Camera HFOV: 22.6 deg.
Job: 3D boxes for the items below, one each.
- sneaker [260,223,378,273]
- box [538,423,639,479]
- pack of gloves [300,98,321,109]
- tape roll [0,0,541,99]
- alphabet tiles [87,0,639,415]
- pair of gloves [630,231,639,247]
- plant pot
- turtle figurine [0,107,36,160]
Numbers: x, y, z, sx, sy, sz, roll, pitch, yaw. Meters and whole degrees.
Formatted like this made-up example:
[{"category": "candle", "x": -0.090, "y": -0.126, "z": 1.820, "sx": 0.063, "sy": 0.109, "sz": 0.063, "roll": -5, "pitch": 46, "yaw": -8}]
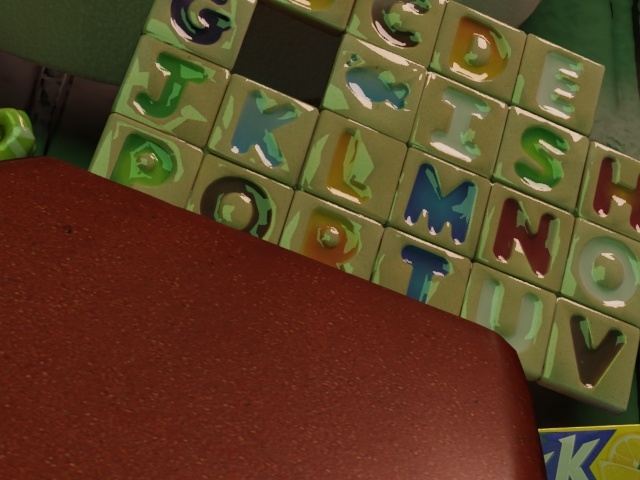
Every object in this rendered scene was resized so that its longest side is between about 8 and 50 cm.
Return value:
[{"category": "sneaker", "x": -0.040, "y": 0.049, "z": 0.648, "sx": 0.166, "sy": 0.065, "sz": 0.076, "roll": -22, "pitch": 77, "yaw": -16}, {"category": "box", "x": 0.089, "y": 0.104, "z": 0.619, "sx": 0.168, "sy": 0.054, "sz": 0.059, "roll": -1, "pitch": 72, "yaw": -14}, {"category": "pack of gloves", "x": 0.000, "y": 0.000, "z": 0.739, "sx": 0.232, "sy": 0.046, "sz": 0.195, "roll": 32, "pitch": 61, "yaw": 22}, {"category": "tape roll", "x": -0.055, "y": -0.215, "z": 0.848, "sx": 0.391, "sy": 0.072, "sz": 0.392, "roll": 6, "pitch": 41, "yaw": -5}, {"category": "alphabet tiles", "x": 0.030, "y": -0.022, "z": 0.656, "sx": 0.237, "sy": 0.009, "sz": 0.198, "roll": 22, "pitch": 61, "yaw": -10}, {"category": "pair of gloves", "x": 0.251, "y": 0.033, "z": 0.724, "sx": 0.204, "sy": 0.042, "sz": 0.240, "roll": -20, "pitch": 59, "yaw": -32}, {"category": "plant pot", "x": -0.074, "y": 0.126, "z": 0.460, "sx": 0.267, "sy": 0.267, "sz": 0.236, "roll": 21, "pitch": 34, "yaw": 9}, {"category": "turtle figurine", "x": -0.209, "y": 0.009, "z": 0.600, "sx": 0.269, "sy": 0.217, "sz": 0.087, "roll": -18, "pitch": 93, "yaw": -25}]
